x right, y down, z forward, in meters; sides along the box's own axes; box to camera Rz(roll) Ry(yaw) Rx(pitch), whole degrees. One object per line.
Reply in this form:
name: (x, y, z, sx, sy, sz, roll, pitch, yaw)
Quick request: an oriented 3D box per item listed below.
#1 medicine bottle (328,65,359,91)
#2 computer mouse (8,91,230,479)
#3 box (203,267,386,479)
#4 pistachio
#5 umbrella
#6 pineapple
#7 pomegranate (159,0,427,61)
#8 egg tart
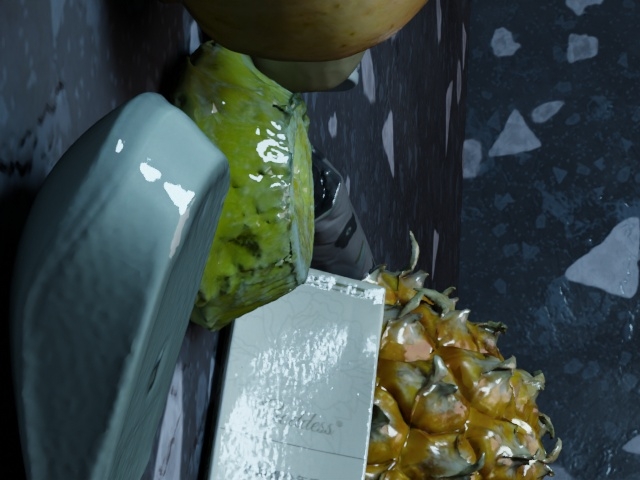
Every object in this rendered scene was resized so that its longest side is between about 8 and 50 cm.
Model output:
medicine bottle: (0.005, -0.173, 1.388, 0.058, 0.058, 0.091, 50, 42, -75)
computer mouse: (-0.102, 0.042, 0.770, 0.128, 0.079, 0.231, -51, 157, -70)
box: (-0.017, 0.110, 1.155, 0.029, 0.109, 0.198, 125, -24, -59)
pistachio: (-0.015, -0.155, 1.114, 0.149, 0.113, 0.113, 103, -8, -72)
umbrella: (0.000, 0.000, 1.353, 0.073, 0.067, 0.337, -43, 159, -8)
pineapple: (0.129, 0.150, 1.338, 0.209, 0.286, 0.344, -59, 173, 7)
pomegranate: (-0.015, -0.190, 0.914, 0.191, 0.191, 0.191, 1, 90, -80)
egg tart: (-0.045, -0.035, 1.069, 0.197, 0.078, 0.197, 1, 90, -83)
